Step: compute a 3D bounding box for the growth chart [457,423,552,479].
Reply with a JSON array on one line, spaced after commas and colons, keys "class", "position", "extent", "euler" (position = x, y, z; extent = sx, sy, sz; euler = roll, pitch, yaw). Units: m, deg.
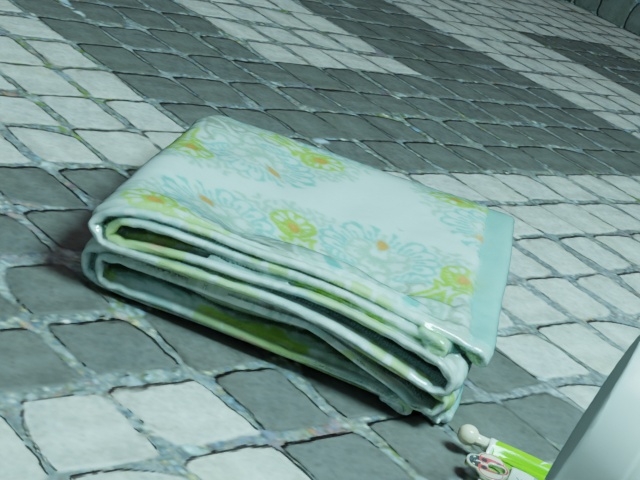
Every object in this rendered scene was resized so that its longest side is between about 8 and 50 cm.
[{"class": "growth chart", "position": [0.164, 0.208, 0.869], "extent": [0.172, 0.021, 0.237], "euler": [22, 21, 0]}]

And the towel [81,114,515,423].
[{"class": "towel", "position": [0.000, 0.000, 1.145], "extent": [0.320, 0.090, 0.374], "euler": [23, 20, 4]}]

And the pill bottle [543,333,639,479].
[{"class": "pill bottle", "position": [0.279, 0.182, 0.802], "extent": [0.278, 0.162, 0.162], "euler": [33, 22, 10]}]
